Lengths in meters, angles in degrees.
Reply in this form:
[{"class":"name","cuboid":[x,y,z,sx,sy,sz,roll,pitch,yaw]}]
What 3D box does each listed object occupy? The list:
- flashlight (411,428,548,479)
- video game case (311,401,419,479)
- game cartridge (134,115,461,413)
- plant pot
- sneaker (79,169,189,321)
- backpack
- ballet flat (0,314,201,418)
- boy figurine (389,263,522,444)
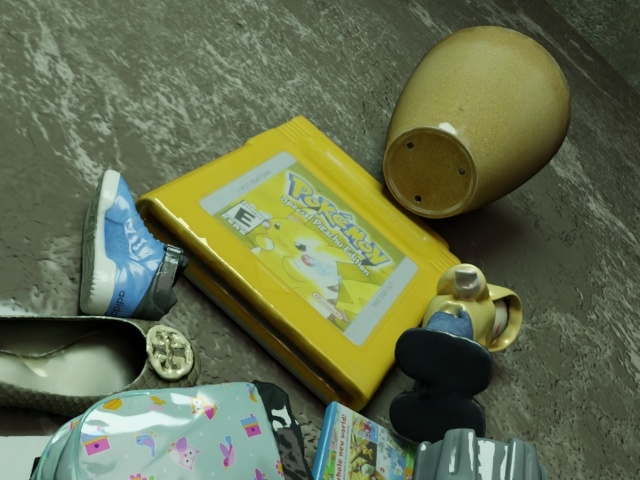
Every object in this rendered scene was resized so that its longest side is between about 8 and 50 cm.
[{"class":"flashlight","cuboid":[0.092,0.276,0.447,0.103,0.103,0.304,60,34,-38]},{"class":"video game case","cuboid":[0.067,0.213,0.567,0.166,0.015,0.119,30,39,-11]},{"class":"game cartridge","cuboid":[0.000,0.000,0.779,0.285,0.052,0.324,41,37,5]},{"class":"plant pot","cuboid":[0.182,-0.134,0.934,0.237,0.237,0.254,41,40,4]},{"class":"sneaker","cuboid":[-0.161,0.006,0.629,0.085,0.058,0.152,15,41,-28]},{"class":"backpack","cuboid":[-0.098,0.159,0.469,0.182,0.115,0.152,3,51,-34]},{"class":"ballet flat","cuboid":[-0.197,0.083,0.514,0.250,0.058,0.084,9,45,-33]},{"class":"boy figurine","cuboid":[0.141,0.109,0.704,0.092,0.177,0.285,8,9,21]}]
